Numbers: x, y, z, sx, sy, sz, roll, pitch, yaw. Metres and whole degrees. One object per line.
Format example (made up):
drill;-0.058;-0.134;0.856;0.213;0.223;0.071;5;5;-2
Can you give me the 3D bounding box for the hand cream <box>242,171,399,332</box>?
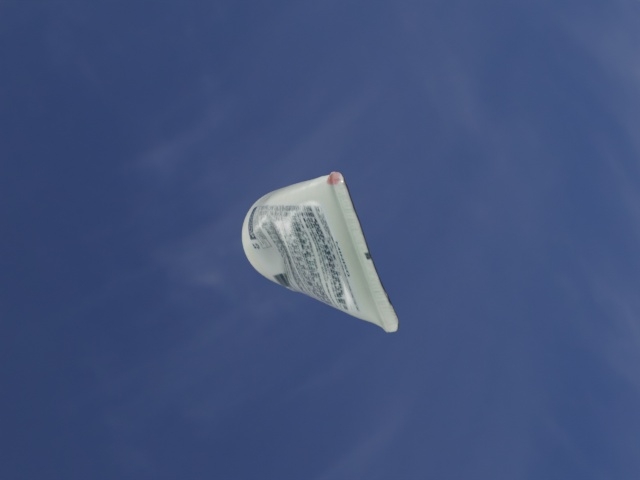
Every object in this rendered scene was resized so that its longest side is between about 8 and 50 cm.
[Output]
hand cream;0.000;0.000;1.599;0.077;0.340;0.124;-21;-83;-12
